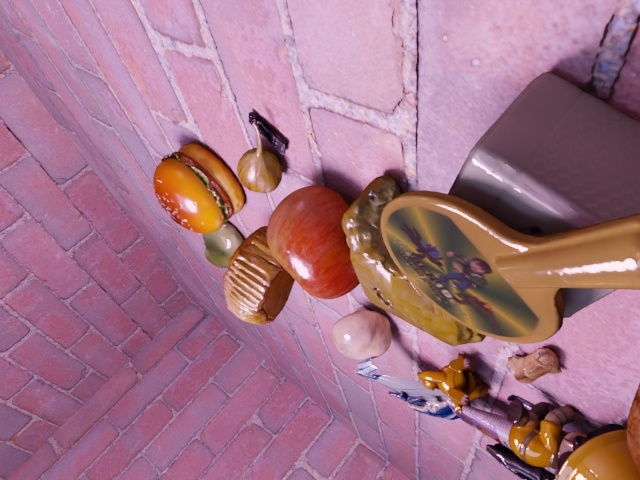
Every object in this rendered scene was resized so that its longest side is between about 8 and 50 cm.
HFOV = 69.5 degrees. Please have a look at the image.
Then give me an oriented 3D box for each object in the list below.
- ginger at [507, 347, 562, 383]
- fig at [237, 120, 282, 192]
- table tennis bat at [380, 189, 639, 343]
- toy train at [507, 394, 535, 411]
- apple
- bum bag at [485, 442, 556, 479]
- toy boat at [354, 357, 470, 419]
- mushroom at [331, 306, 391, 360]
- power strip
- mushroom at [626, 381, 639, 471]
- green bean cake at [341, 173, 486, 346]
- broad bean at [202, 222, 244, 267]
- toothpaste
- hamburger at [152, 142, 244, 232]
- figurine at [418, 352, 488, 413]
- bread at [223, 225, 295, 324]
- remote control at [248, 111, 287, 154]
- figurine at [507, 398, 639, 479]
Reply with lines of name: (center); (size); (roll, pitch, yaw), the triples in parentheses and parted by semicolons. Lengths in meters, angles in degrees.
ginger: (0.360, 0.213, 0.782); (0.057, 0.044, 0.137); (57, 160, 18)
fig: (-0.130, -0.151, 0.878); (0.093, 0.093, 0.166); (34, 172, 23)
table tennis bat: (0.162, 0.021, 0.418); (0.198, 0.050, 0.321); (48, 162, -8)
toy train: (0.416, 0.334, 0.927); (0.083, 0.017, 0.017); (21, 146, 43)
apple: (0.000, 0.000, 0.850); (0.209, 0.164, 0.209); (47, 180, -1)
bum bag: (0.450, 0.499, 1.030); (0.123, 0.060, 0.248); (21, 165, 40)
toy boat: (0.226, 0.378, 1.160); (0.291, 0.070, 0.210); (13, 146, 9)
mushroom: (0.101, 0.222, 1.129); (0.154, 0.123, 0.154); (0, 139, 0)
power strip: (0.245, -0.024, 0.432); (0.224, 0.139, 0.140); (38, 156, 14)
mushroom: (0.418, 0.161, 0.420); (0.267, 0.267, 0.255); (60, -174, -35)
green bean cake: (0.158, 0.034, 0.700); (0.236, 0.124, 0.233); (26, 151, 38)
broad bean: (-0.312, 0.022, 1.508); (0.169, 0.100, 0.228); (30, 153, 14)
toothpaste: (0.402, 0.407, 0.964); (0.299, 0.073, 0.114); (12, 154, 41)
hamburger: (-0.325, -0.119, 1.187); (0.246, 0.170, 0.246); (34, 153, 19)
figurine: (0.279, 0.304, 0.983); (0.122, 0.122, 0.176); (-6, 154, 32)
bread: (-0.151, 0.094, 1.188); (0.142, 0.227, 0.253); (29, 154, 15)
remote control: (-0.097, -0.202, 0.861); (0.096, 0.014, 0.039); (43, 161, 5)
figurine: (0.442, 0.377, 0.770); (0.192, 0.167, 0.256); (38, 163, -22)
